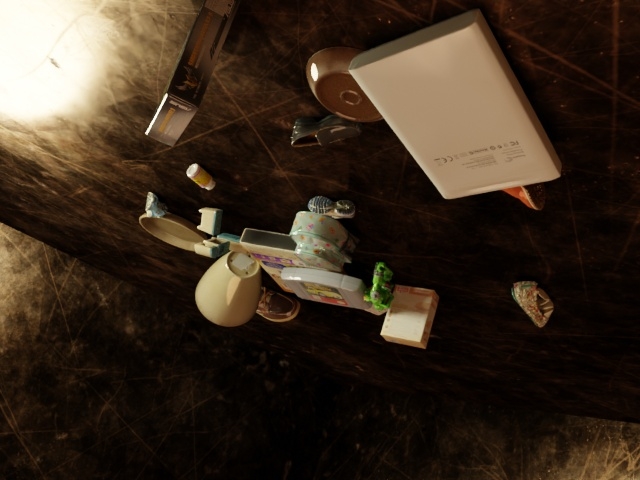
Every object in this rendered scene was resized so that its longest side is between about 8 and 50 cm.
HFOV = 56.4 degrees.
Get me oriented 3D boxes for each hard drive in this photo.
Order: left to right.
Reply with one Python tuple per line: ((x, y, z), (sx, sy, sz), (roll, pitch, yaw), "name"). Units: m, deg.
((0.240, -0.212, 1.034), (0.233, 0.047, 0.353), (-9, 140, 40), "hard drive")

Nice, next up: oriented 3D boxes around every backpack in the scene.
((0.000, 0.000, 1.708), (0.165, 0.144, 0.188), (13, 155, 32), "backpack")

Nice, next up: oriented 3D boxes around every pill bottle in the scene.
((-0.337, -0.178, 1.694), (0.043, 0.043, 0.083), (3, 153, 37), "pill bottle")

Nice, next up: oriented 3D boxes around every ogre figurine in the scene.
((0.198, 0.157, 1.946), (0.096, 0.118, 0.197), (19, 158, 1), "ogre figurine")

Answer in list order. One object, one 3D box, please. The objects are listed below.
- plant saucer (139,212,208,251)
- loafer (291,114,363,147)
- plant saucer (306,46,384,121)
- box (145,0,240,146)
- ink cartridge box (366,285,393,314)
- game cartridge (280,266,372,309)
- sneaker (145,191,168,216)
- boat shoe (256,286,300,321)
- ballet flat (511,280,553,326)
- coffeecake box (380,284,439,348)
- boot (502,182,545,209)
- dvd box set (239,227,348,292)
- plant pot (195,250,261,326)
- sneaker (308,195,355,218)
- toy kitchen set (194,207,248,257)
((-0.536, -0.036, 2.220), (0.277, 0.041, 0.278), (18, 159, 7), "plant saucer")
((0.012, -0.223, 1.258), (0.170, 0.061, 0.062), (1, 152, 37), "loafer")
((0.062, -0.279, 1.118), (0.198, 0.036, 0.199), (17, 158, 7), "plant saucer")
((-0.224, -0.301, 1.041), (0.056, 0.231, 0.183), (24, 160, -21), "box")
((0.202, 0.220, 2.180), (0.099, 0.056, 0.135), (23, 158, -8), "ink cartridge box")
((0.018, 0.160, 2.040), (0.294, 0.060, 0.196), (7, 152, 24), "game cartridge")
((-0.552, -0.120, 2.027), (0.073, 0.064, 0.162), (7, 167, -10), "sneaker")
((-0.249, 0.263, 2.598), (0.341, 0.123, 0.123), (12, 160, 35), "boat shoe")
((0.621, 0.184, 1.707), (0.077, 0.091, 0.241), (-21, 144, 27), "ballet flat")
((0.300, 0.251, 1.994), (0.142, 0.186, 0.068), (7, 155, 31), "coffeecake box")
((0.391, -0.117, 1.207), (0.158, 0.059, 0.084), (41, 154, -27), "boot")
((-0.063, 0.098, 2.109), (0.307, 0.062, 0.420), (9, 156, 25), "dvd box set")
((-0.326, 0.152, 2.267), (0.256, 0.257, 0.274), (22, 142, -7), "plant pot")
((0.031, -0.081, 1.607), (0.135, 0.052, 0.058), (11, 162, 22), "sneaker")
((-0.314, -0.033, 2.009), (0.122, 0.166, 0.207), (14, -165, 15), "toy kitchen set")
